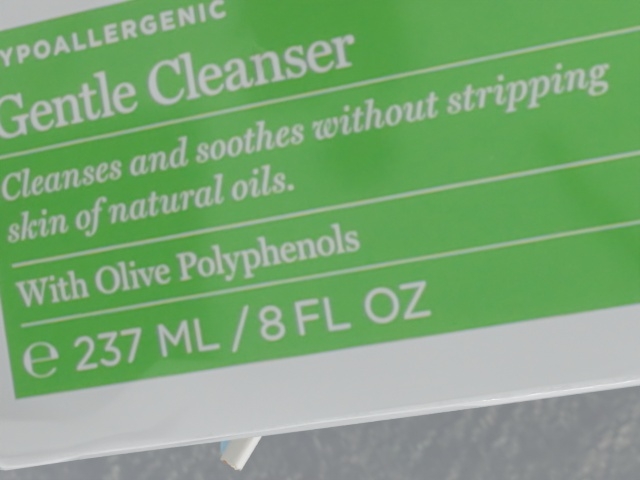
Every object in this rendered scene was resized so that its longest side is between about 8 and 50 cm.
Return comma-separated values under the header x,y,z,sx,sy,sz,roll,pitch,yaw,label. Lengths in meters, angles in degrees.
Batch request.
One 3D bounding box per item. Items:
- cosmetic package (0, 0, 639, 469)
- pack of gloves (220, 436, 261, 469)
x,y,z,sx,sy,sz,roll,pitch,yaw,label
0.003,-0.141,0.441,0.197,0.155,0.366,-11,88,18,cosmetic package
0.000,0.000,0.835,0.046,0.195,0.232,32,82,-1,pack of gloves
